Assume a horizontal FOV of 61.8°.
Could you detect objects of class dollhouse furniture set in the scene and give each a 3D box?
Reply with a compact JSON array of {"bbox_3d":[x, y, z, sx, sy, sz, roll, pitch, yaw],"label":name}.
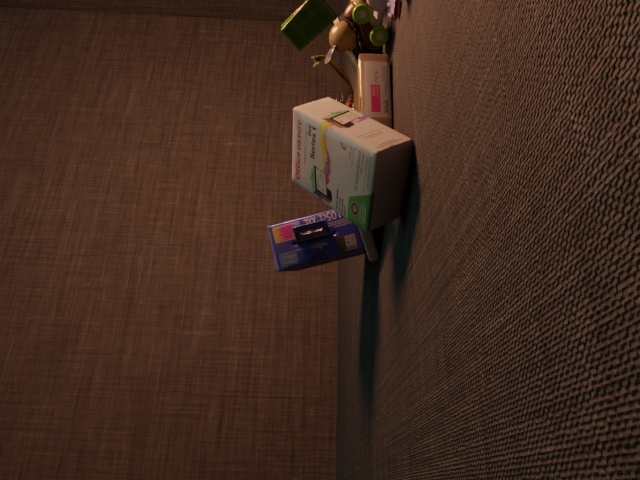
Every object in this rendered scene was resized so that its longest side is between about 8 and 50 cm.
[{"bbox_3d":[0.032,-0.616,1.692,0.151,0.301,0.197,-40,20,17],"label":"dollhouse furniture set"}]

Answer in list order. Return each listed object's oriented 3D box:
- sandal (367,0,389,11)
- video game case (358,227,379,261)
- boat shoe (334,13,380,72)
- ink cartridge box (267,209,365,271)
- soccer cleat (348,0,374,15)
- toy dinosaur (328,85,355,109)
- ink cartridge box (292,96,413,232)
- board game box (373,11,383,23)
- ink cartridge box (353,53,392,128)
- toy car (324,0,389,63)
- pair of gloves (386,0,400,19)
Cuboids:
[{"bbox_3d":[0.154,-0.768,1.455,0.076,0.102,0.265,-98,8,-64],"label":"sandal"},{"bbox_3d":[0.103,-0.153,1.554,0.300,0.036,0.329,-95,-13,-53],"label":"video game case"},{"bbox_3d":[0.133,-0.616,1.686,0.127,0.113,0.340,57,-167,-47],"label":"boat shoe"},{"bbox_3d":[0.000,0.000,1.681,0.395,0.270,0.151,9,-114,-84],"label":"ink cartridge box"},{"bbox_3d":[0.148,-0.852,1.874,0.093,0.121,0.289,75,175,-67],"label":"soccer cleat"},{"bbox_3d":[0.110,-0.420,1.915,0.322,0.164,0.218,-61,34,33],"label":"toy dinosaur"},{"bbox_3d":[0.060,-0.180,1.223,0.278,0.117,0.201,37,138,37],"label":"ink cartridge box"},{"bbox_3d":[0.184,-0.716,1.718,0.090,0.020,0.090,95,177,-53],"label":"board game box"},{"bbox_3d":[0.142,-0.367,1.499,0.193,0.088,0.234,97,174,-72],"label":"ink cartridge box"},{"bbox_3d":[0.085,-0.574,1.528,0.149,0.188,0.155,45,-160,-20],"label":"toy car"},{"bbox_3d":[0.194,-0.668,1.365,0.159,0.023,0.198,-93,5,-54],"label":"pair of gloves"}]
